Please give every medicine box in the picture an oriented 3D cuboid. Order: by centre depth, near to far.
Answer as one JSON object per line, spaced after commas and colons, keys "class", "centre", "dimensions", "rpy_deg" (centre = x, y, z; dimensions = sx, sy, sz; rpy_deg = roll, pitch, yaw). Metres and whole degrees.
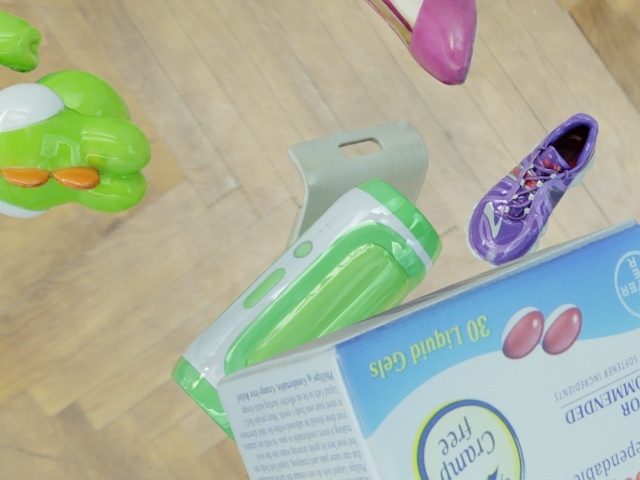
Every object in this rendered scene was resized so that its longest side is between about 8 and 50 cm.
{"class": "medicine box", "centre": [0.121, 0.168, 0.861], "dimensions": [0.263, 0.149, 0.289], "rpy_deg": [-20, 88, -33]}

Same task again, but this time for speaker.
{"class": "speaker", "centre": [-0.013, 0.073, 1.436], "dimensions": [0.296, 0.131, 0.131], "rpy_deg": [-44, 81, -8]}

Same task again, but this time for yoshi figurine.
{"class": "yoshi figurine", "centre": [-0.324, -0.105, 1.252], "dimensions": [0.362, 0.203, 0.203], "rpy_deg": [13, 58, 0]}

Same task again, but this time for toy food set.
{"class": "toy food set", "centre": [0.000, 0.000, 1.738], "dimensions": [0.092, 0.220, 0.306], "rpy_deg": [38, 125, 31]}

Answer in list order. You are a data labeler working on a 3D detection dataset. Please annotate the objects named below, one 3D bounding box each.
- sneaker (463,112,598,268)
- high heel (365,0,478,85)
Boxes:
{"class": "sneaker", "centre": [0.186, -0.050, 1.217], "dimensions": [0.068, 0.071, 0.170], "rpy_deg": [34, 72, 10]}
{"class": "high heel", "centre": [0.049, -0.207, 1.117], "dimensions": [0.117, 0.244, 0.082], "rpy_deg": [7, 133, -19]}
